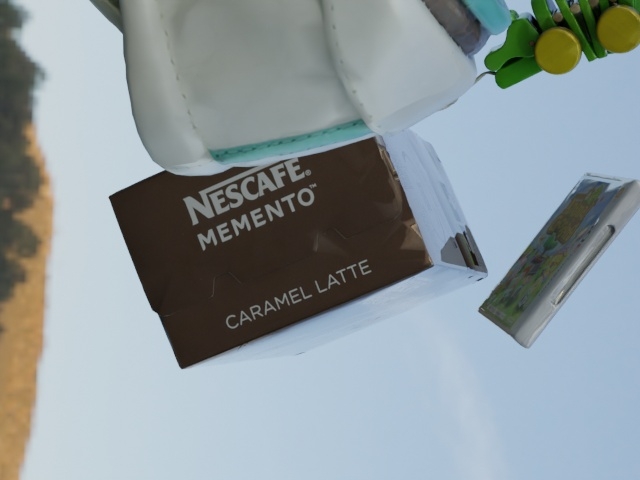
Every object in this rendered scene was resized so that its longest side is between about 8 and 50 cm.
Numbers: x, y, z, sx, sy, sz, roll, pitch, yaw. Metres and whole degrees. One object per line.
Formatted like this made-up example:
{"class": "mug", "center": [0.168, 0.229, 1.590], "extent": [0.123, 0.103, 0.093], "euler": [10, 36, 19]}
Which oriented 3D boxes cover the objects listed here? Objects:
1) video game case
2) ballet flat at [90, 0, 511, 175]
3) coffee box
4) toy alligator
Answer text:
{"class": "video game case", "center": [0.241, 0.014, 1.620], "extent": [0.193, 0.023, 0.212], "euler": [-52, -174, 1]}
{"class": "ballet flat", "center": [-0.073, -0.194, 0.529], "extent": [0.400, 0.139, 0.139], "euler": [67, -28, 23]}
{"class": "coffee box", "center": [0.000, 0.000, 0.886], "extent": [0.246, 0.141, 0.098], "euler": [15, 52, -78]}
{"class": "toy alligator", "center": [0.138, -0.130, 0.987], "extent": [0.051, 0.189, 0.056], "euler": [68, 20, -12]}
